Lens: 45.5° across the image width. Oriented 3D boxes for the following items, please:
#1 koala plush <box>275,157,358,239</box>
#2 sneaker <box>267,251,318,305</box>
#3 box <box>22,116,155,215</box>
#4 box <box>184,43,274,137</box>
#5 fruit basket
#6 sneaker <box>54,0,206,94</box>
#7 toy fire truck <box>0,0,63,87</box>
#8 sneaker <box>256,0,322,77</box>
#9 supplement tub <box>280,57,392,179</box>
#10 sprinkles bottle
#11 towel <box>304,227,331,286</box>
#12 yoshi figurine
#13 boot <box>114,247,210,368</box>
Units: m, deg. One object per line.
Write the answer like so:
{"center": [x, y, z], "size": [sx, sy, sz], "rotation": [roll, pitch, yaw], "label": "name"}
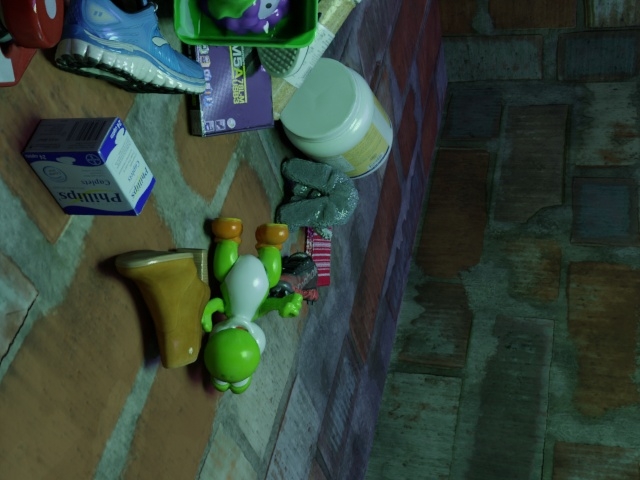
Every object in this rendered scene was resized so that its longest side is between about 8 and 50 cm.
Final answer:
{"center": [0.004, -0.094, 2.009], "size": [0.221, 0.203, 0.196], "rotation": [63, 33, -77], "label": "koala plush"}
{"center": [-0.072, 0.092, 1.918], "size": [0.276, 0.098, 0.135], "rotation": [20, 74, -73], "label": "sneaker"}
{"center": [-0.326, -0.103, 1.090], "size": [0.137, 0.126, 0.072], "rotation": [69, 29, -50], "label": "box"}
{"center": [-0.177, -0.308, 1.512], "size": [0.184, 0.045, 0.190], "rotation": [-14, 108, -40], "label": "box"}
{"center": [-0.137, -0.503, 1.237], "size": [0.392, 0.283, 0.392], "rotation": [-179, -90, -84], "label": "fruit basket"}
{"center": [-0.277, -0.313, 1.204], "size": [0.330, 0.130, 0.147], "rotation": [3, 92, -71], "label": "sneaker"}
{"center": [-0.377, -0.333, 0.890], "size": [0.254, 0.169, 0.302], "rotation": [-89, 178, -76], "label": "toy fire truck"}
{"center": [-0.049, -0.481, 1.501], "size": [0.127, 0.126, 0.321], "rotation": [-16, 110, -58], "label": "sneaker"}
{"center": [0.039, -0.308, 1.964], "size": [0.331, 0.241, 0.241], "rotation": [33, 62, -68], "label": "supplement tub"}
{"center": [-0.042, -0.431, 1.622], "size": [0.355, 0.121, 0.121], "rotation": [-54, 165, 11], "label": "sprinkles bottle"}
{"center": [0.000, 0.000, 2.223], "size": [0.199, 0.031, 0.275], "rotation": [10, 83, -72], "label": "towel"}
{"center": [-0.160, 0.138, 1.557], "size": [0.203, 0.203, 0.362], "rotation": [11, 85, -55], "label": "yoshi figurine"}
{"center": [-0.266, 0.122, 1.341], "size": [0.295, 0.104, 0.211], "rotation": [-2, 94, -75], "label": "boot"}
